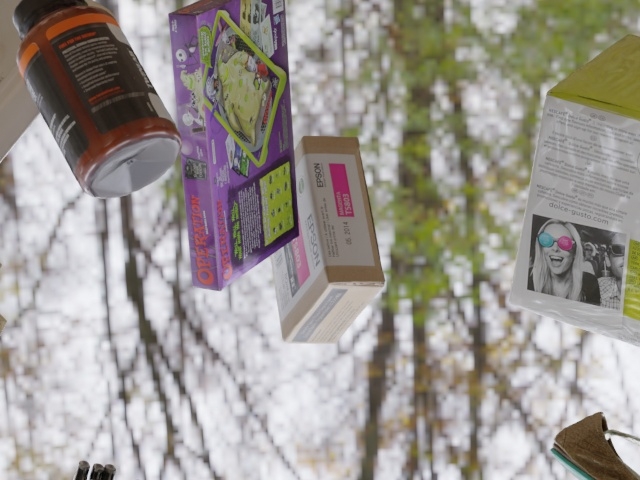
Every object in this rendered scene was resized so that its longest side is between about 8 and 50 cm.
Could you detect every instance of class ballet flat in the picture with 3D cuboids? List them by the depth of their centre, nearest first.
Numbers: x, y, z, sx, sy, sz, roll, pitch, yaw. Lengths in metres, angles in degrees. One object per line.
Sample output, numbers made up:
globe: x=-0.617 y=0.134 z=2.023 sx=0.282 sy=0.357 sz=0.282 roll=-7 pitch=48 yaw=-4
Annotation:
ballet flat: x=0.486 y=0.373 z=2.520 sx=0.124 sy=0.116 sz=0.342 roll=-44 pitch=-124 yaw=-2

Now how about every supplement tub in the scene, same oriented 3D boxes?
supplement tub: x=-0.213 y=-0.143 z=1.598 sx=0.106 sy=0.198 sz=0.106 roll=-26 pitch=159 yaw=-11

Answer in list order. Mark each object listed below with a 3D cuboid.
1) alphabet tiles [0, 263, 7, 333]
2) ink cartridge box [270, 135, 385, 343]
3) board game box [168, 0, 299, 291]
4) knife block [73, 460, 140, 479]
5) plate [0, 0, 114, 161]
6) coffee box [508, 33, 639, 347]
alphabet tiles: x=-0.554 y=0.082 z=2.285 sx=0.011 sy=0.342 sz=0.285 roll=2 pitch=-125 yaw=36
ink cartridge box: x=0.000 y=0.000 z=2.393 sx=0.088 sy=0.234 sz=0.193 roll=2 pitch=151 yaw=-21
board game box: x=-0.102 y=-0.135 z=2.134 sx=0.056 sy=0.346 sz=0.208 roll=6 pitch=-158 yaw=23
knife block: x=-0.299 y=0.426 z=2.162 sx=0.276 sy=0.242 sz=0.088 roll=-36 pitch=-167 yaw=-18
plate: x=-0.355 y=-0.172 z=1.846 sx=0.045 sy=0.277 sz=0.278 roll=40 pitch=180 yaw=-30
coffee box: x=0.505 y=-0.063 z=2.431 sx=0.338 sy=0.334 sz=0.337 roll=19 pitch=-151 yaw=23
